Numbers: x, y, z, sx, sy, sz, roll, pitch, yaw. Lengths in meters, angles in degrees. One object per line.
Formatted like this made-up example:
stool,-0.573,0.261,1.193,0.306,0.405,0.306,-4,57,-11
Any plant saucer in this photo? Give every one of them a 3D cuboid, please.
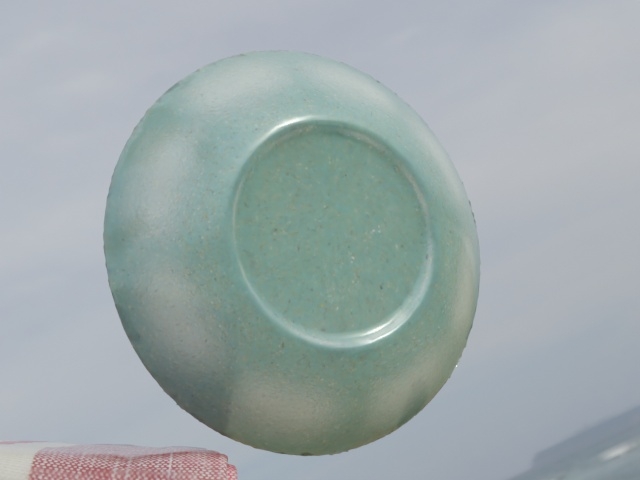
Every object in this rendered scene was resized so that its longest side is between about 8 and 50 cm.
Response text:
plant saucer,0.000,0.000,0.549,0.195,0.195,0.037,-17,-3,-28

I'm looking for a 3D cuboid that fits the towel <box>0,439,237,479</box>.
towel,-0.200,0.090,0.450,0.329,0.037,0.237,3,-10,-6
